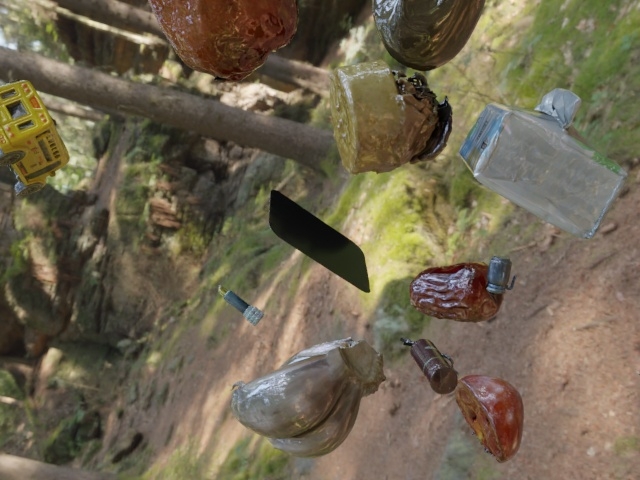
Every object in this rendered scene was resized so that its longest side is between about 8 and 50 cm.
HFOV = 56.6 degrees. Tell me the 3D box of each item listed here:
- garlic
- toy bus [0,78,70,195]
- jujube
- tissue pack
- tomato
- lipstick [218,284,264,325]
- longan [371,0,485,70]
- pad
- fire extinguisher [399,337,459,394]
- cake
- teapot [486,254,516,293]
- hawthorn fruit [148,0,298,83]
[{"bbox_3d":[-0.037,0.259,1.044,0.292,0.210,0.237,-27,29,13],"label":"garlic"},{"bbox_3d":[-0.659,-0.222,1.326,0.152,0.144,0.330,-30,-2,-20],"label":"toy bus"},{"bbox_3d":[0.333,0.127,1.476,0.230,0.155,0.155,0,70,40],"label":"jujube"},{"bbox_3d":[0.284,-0.121,0.762,0.145,0.159,0.229,-62,-1,18],"label":"tissue pack"},{"bbox_3d":[0.305,0.296,1.025,0.159,0.091,0.139,-120,11,-56],"label":"tomato"},{"bbox_3d":[-0.178,0.139,1.296,0.037,0.116,0.037,-54,-3,-4],"label":"lipstick"},{"bbox_3d":[0.266,-0.595,1.457,0.288,0.289,0.350,-106,29,-80],"label":"longan"},{"bbox_3d":[0.000,0.000,1.243,0.004,0.267,0.181,-46,25,23],"label":"pad"},{"bbox_3d":[0.180,0.193,0.945,0.157,0.078,0.045,-121,48,-78],"label":"fire extinguisher"},{"bbox_3d":[0.207,-0.362,1.712,0.332,0.321,0.332,171,90,-82],"label":"cake"},{"bbox_3d":[0.414,0.077,1.368,0.049,0.064,0.083,18,107,44],"label":"teapot"},{"bbox_3d":[-0.117,-0.271,0.679,0.174,0.179,0.173,-13,68,35],"label":"hawthorn fruit"}]
